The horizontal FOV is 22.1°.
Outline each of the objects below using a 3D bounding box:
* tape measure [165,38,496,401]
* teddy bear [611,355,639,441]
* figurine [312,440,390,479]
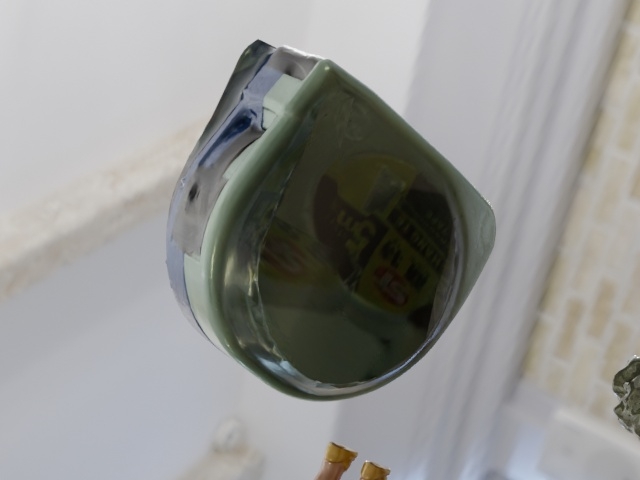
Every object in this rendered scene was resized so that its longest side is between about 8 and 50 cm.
[{"bbox_3d":[0.002,-0.002,1.388,0.259,0.138,0.262,39,-102,-29],"label":"tape measure"},{"bbox_3d":[0.373,0.173,1.233,0.367,0.357,0.224,-64,-26,-4],"label":"teddy bear"},{"bbox_3d":[-0.012,0.289,1.354,0.240,0.175,0.116,-60,-34,-10],"label":"figurine"}]
